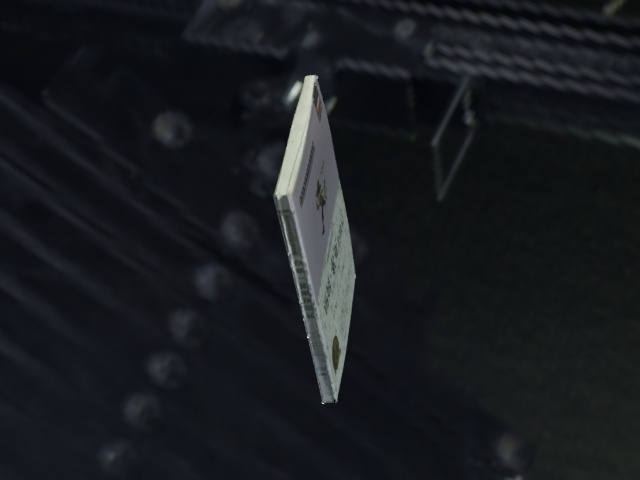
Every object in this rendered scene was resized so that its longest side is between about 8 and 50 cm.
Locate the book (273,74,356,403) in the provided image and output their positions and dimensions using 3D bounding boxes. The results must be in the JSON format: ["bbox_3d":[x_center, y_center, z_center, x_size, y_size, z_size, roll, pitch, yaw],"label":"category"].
[{"bbox_3d":[0.000,0.000,1.222,0.014,0.127,0.182,-2,-50,12],"label":"book"}]
